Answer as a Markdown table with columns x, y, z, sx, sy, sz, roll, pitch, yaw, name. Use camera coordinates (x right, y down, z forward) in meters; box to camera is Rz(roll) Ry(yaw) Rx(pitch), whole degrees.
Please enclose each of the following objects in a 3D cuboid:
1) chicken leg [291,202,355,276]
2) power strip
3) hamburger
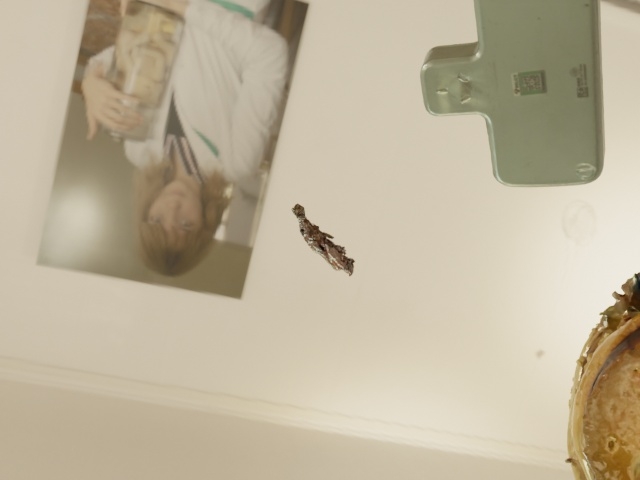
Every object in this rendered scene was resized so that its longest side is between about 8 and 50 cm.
| x | y | z | sx | sy | sz | roll | pitch | yaw | name |
| --- | --- | --- | --- | --- | --- | --- | --- | --- | --- |
| 0.001 | 0.001 | 0.706 | 0.083 | 0.021 | 0.036 | 48 | 168 | -3 | chicken leg |
| 0.208 | -0.181 | 0.837 | 0.194 | 0.264 | 0.059 | 0 | -145 | 21 | power strip |
| 0.238 | 0.111 | 0.428 | 0.191 | 0.181 | 0.118 | 3 | 179 | 15 | hamburger |
